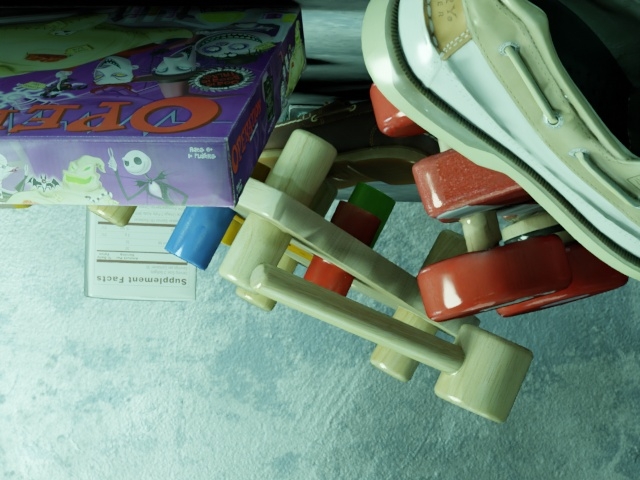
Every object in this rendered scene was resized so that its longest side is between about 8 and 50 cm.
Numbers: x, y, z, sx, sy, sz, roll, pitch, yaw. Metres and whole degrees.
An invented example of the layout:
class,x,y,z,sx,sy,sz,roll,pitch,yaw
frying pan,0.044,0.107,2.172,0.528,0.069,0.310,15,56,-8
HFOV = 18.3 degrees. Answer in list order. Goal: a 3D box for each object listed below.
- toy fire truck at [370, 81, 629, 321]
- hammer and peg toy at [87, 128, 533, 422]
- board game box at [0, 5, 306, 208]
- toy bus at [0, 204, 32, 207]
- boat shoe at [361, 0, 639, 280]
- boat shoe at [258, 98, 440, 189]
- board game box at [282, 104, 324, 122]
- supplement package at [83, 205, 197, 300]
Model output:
class,x,y,z,sx,sy,sz,roll,pitch,yaw
toy fire truck,0.195,-0.057,1.344,0.254,0.169,0.302,-17,173,25
hammer and peg toy,0.000,0.000,1.519,0.266,0.127,0.361,32,175,-41
board game box,-0.196,-0.081,1.142,0.347,0.056,0.208,1,-150,10
toy bus,-0.285,-0.082,1.547,0.130,0.108,0.333,1,178,-6
boat shoe,0.168,-0.058,1.023,0.302,0.113,0.103,24,156,-29
boat shoe,0.020,-0.086,1.712,0.207,0.073,0.073,-1,157,35
board game box,0.060,-0.104,1.837,0.186,0.026,0.126,2,178,-4
supplement package,-0.172,-0.031,1.913,0.105,0.179,0.105,2,179,-10
